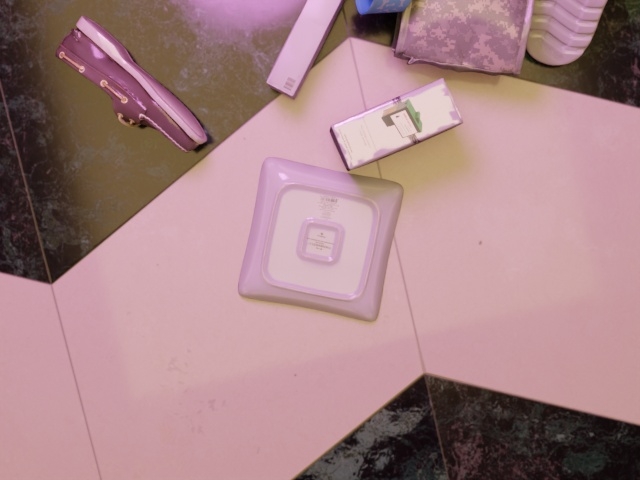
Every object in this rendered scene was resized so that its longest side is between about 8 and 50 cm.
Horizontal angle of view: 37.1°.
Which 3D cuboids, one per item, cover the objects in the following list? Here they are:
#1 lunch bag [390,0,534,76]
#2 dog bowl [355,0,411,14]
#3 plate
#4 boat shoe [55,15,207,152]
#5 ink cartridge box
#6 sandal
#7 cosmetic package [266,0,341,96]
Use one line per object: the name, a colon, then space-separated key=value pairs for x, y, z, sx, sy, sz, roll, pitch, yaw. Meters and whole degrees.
lunch bag: x=0.263 y=-0.442 z=1.721 sx=0.235 sy=0.169 sz=0.286 roll=10 pitch=90 yaw=-1
dog bowl: x=0.115 y=-0.519 z=1.679 sx=0.074 sy=0.166 sz=0.297 roll=7 pitch=52 yaw=-14
plate: x=0.000 y=0.000 z=1.819 sx=0.277 sy=0.045 sz=0.277 roll=12 pitch=94 yaw=-1
boat shoe: x=-0.349 y=-0.271 z=1.762 sx=0.324 sy=0.116 sz=0.096 roll=44 pitch=98 yaw=0
ink cartridge box: x=0.135 y=-0.208 z=1.744 sx=0.220 sy=0.160 sz=0.092 roll=-23 pitch=93 yaw=1
sandal: x=0.471 y=-0.512 z=1.696 sx=0.169 sy=0.102 sz=0.416 roll=21 pitch=126 yaw=-5
cosmetic package: x=-0.021 y=-0.382 z=1.760 sx=0.060 sy=0.099 sz=0.239 roll=27 pitch=94 yaw=0
